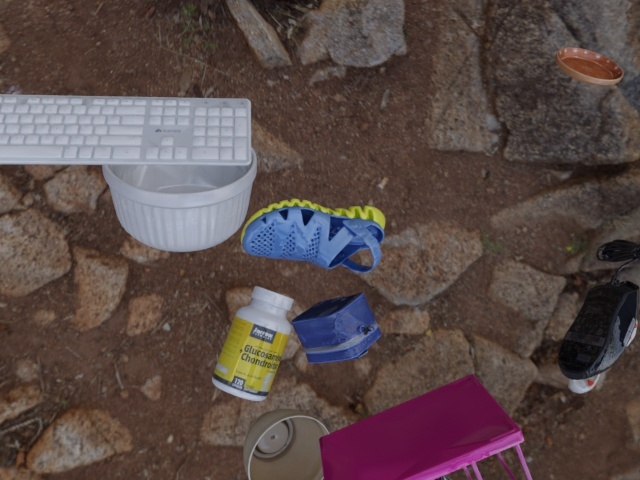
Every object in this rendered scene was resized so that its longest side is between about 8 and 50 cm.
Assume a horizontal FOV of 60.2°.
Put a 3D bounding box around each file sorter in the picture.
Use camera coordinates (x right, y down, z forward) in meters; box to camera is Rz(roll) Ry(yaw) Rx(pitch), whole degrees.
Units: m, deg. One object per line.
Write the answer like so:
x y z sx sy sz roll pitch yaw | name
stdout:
0.171 0.383 0.875 0.291 0.202 0.182 -23 99 0 | file sorter

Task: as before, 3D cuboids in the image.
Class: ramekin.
-0.197 -0.075 0.787 0.207 0.207 0.109 0 126 -12 | ramekin

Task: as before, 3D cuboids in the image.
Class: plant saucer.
0.334 -0.217 0.692 0.084 0.083 0.013 1 136 -12 | plant saucer

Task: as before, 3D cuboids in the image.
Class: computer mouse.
0.491 0.115 0.872 0.060 0.184 0.262 32 75 -14 | computer mouse

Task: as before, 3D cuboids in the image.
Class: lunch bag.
0.023 0.105 0.641 0.098 0.067 0.065 -17 99 46 | lunch bag

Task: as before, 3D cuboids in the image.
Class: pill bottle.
-0.113 0.178 0.971 0.103 0.103 0.184 23 82 -22 | pill bottle

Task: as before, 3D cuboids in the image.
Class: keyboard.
-0.184 -0.088 0.441 0.256 0.072 0.014 -1 143 -7 | keyboard

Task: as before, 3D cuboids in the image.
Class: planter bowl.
-0.074 0.380 1.018 0.162 0.109 0.161 -3 98 -27 | planter bowl

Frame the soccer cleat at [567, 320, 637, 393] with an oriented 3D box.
0.546 0.216 1.084 0.196 0.068 0.076 -47 159 -13 | soccer cleat

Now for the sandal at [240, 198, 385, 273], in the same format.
0.000 0.000 1.114 0.318 0.138 0.126 -2 137 -17 | sandal

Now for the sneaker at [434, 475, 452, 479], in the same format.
0.217 0.492 1.167 0.112 0.120 0.299 -39 120 13 | sneaker
